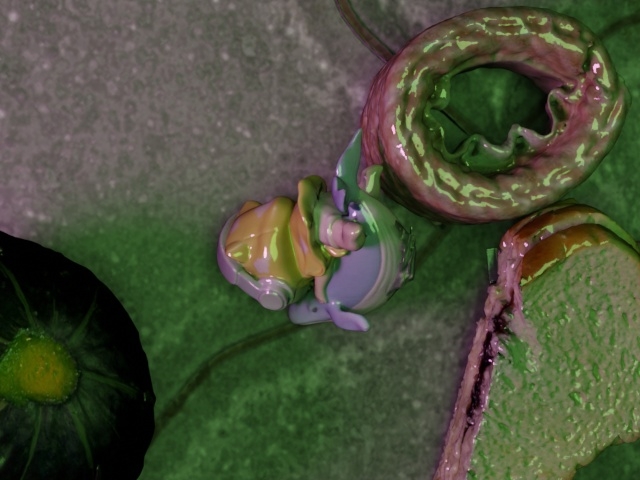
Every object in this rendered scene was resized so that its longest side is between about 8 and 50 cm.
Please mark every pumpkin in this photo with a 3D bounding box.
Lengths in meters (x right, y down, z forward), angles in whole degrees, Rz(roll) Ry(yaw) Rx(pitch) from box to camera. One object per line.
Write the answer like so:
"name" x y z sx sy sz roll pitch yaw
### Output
"pumpkin" -0.299 0.142 1.458 0.295 0.296 0.296 0 92 -11

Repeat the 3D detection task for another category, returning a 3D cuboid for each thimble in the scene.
"thimble" 0.155 -0.118 1.570 0.229 0.148 0.196 -33 95 -10

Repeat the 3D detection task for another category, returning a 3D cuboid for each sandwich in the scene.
"sandwich" 0.198 0.121 1.584 0.288 0.099 0.254 -33 116 -4

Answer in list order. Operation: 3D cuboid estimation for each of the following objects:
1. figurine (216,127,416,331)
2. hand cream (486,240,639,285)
"figurine" 0.000 0.000 1.538 0.183 0.128 0.209 14 131 1
"hand cream" 0.268 0.030 1.650 0.209 0.043 0.067 -6 96 -6
